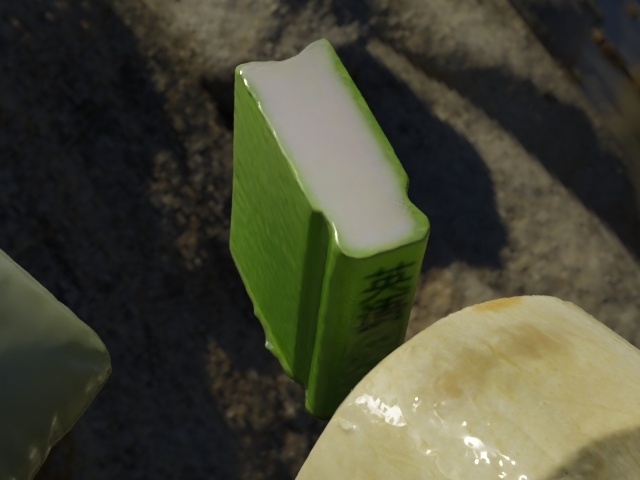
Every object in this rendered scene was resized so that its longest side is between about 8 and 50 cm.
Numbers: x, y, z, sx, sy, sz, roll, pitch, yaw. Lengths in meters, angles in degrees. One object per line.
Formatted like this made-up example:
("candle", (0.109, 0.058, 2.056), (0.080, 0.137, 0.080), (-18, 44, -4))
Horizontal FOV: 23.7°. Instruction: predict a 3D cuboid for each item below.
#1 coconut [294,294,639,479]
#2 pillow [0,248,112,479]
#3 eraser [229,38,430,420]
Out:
("coconut", (0.134, 0.195, 1.090), (0.323, 0.323, 0.323), (37, 31, -27))
("pillow", (-0.306, 0.066, 0.975), (0.322, 0.120, 0.255), (46, 50, -21))
("eraser", (0.000, 0.000, 1.236), (0.092, 0.274, 0.210), (-19, 60, -16))
